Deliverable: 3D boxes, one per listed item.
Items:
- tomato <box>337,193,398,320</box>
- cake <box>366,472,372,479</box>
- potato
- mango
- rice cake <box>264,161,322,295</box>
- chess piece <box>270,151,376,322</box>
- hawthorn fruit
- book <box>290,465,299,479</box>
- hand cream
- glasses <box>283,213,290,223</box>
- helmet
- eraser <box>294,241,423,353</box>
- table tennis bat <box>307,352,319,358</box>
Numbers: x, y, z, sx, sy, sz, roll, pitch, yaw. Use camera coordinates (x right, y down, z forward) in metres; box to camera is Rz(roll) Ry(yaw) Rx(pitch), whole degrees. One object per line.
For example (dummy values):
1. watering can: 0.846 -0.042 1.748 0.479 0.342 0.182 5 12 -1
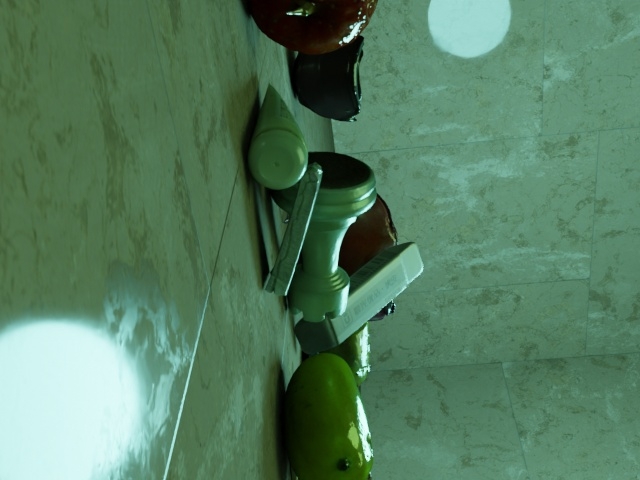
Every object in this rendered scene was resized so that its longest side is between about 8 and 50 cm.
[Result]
1. tomato: 0.038 0.038 2.000 0.289 0.176 0.335 43 -43 50
2. cake: 0.055 0.529 2.074 0.135 0.112 0.246 164 -86 -83
3. potato: 0.055 0.237 2.133 0.176 0.141 0.298 131 -38 -64
4. mango: 0.008 0.307 1.460 0.185 0.149 0.273 68 10 -51
5. rice cake: -0.040 -0.024 1.393 0.124 0.038 0.211 -81 -171 -75
6. chess piece: 0.000 0.000 1.600 0.194 0.194 0.299 -87 180 -60
7. hawthorn fruit: -0.011 -0.446 1.475 0.262 0.258 0.258 52 -19 39
8. book: -0.039 0.423 1.586 0.172 0.012 0.118 40 45 -84
9. hand cream: -0.064 -0.171 1.411 0.306 0.093 0.147 -86 154 -69
10. glasses: -0.069 -0.112 1.707 0.104 0.062 0.140 53 25 -38
11. helmet: 0.018 -0.421 2.187 0.305 0.177 0.225 -142 -128 -87
12. eraser: 0.087 0.119 1.816 0.352 0.061 0.089 -38 123 -31
13. table tennis bat: 0.016 0.378 1.915 0.215 0.044 0.329 -112 -172 -64
